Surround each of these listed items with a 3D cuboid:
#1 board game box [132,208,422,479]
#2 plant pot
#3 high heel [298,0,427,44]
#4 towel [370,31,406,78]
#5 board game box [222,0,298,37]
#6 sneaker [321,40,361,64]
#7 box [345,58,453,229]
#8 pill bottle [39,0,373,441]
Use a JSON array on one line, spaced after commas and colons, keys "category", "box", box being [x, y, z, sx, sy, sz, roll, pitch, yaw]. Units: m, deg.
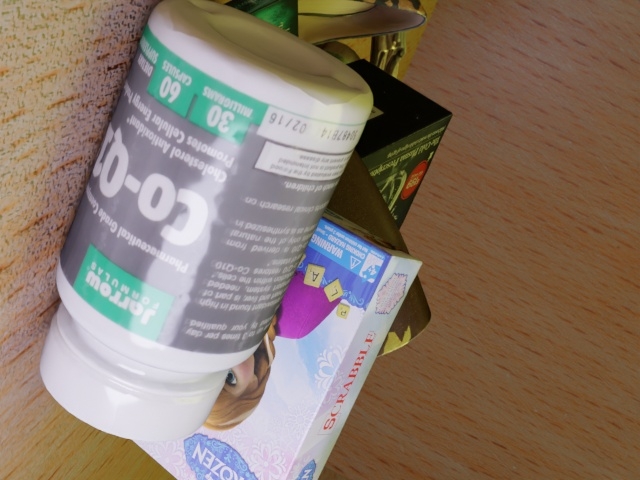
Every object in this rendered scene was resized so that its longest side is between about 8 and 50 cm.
[{"category": "board game box", "box": [-0.095, 0.092, 1.036, 0.066, 0.318, 0.318, 12, 105, -55]}, {"category": "plant pot", "box": [0.000, 0.000, 1.141, 0.215, 0.215, 0.231, -53, 132, -66]}, {"category": "high heel", "box": [0.004, -0.233, 1.119, 0.261, 0.186, 0.093, -61, 175, -31]}, {"category": "towel", "box": [0.118, -0.393, 1.646, 0.317, 0.053, 0.332, 96, 0, -75]}, {"category": "board game box", "box": [-0.081, -0.179, 1.003, 0.126, 0.026, 0.186, -29, 161, -11]}, {"category": "sneaker", "box": [-0.012, -0.201, 1.647, 0.121, 0.108, 0.302, -51, 168, -25]}, {"category": "box", "box": [-0.007, -0.061, 1.430, 0.343, 0.179, 0.313, -31, 150, -51]}, {"category": "pill bottle", "box": [-0.114, -0.013, 0.886, 0.361, 0.204, 0.204, -65, 175, 20]}]
